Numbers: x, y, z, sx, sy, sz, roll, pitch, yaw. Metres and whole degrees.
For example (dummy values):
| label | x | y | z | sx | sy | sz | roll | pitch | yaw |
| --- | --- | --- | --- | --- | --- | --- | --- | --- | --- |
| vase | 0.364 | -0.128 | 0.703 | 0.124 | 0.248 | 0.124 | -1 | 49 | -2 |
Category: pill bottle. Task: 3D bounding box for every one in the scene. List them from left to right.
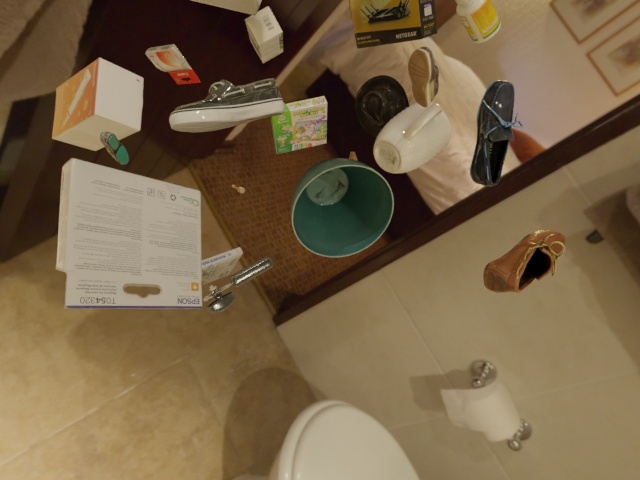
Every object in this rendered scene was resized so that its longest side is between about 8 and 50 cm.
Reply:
| label | x | y | z | sx | sy | sz | roll | pitch | yaw |
| --- | --- | --- | --- | --- | --- | --- | --- | --- | --- |
| pill bottle | 0.592 | -0.872 | 1.518 | 0.208 | 0.118 | 0.117 | 33 | 41 | -38 |

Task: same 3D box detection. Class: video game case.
| label | x | y | z | sx | sy | sz | roll | pitch | yaw |
| --- | --- | --- | --- | --- | --- | --- | --- | --- | --- |
| video game case | -0.498 | 0.141 | 1.667 | 0.300 | 0.329 | 0.036 | -21 | 80 | -29 |

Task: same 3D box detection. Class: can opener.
| label | x | y | z | sx | sy | sz | roll | pitch | yaw |
| --- | --- | --- | --- | --- | --- | --- | --- | --- | --- |
| can opener | -0.293 | 0.154 | 1.437 | 0.281 | 0.074 | 0.093 | -35 | 100 | -22 |

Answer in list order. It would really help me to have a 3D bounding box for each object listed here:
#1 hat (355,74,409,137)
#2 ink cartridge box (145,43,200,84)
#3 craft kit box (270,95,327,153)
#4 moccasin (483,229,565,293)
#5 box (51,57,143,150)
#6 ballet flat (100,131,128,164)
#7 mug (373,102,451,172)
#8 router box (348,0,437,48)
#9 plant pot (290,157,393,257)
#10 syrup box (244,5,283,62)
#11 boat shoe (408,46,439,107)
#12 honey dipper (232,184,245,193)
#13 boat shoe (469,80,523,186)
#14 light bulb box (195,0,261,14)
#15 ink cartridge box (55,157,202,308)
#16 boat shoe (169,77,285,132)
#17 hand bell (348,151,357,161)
| label | x | y | z | sx | sy | sz | roll | pitch | yaw |
| --- | --- | --- | --- | --- | --- | --- | --- | --- | --- |
| hat | 0.313 | -0.702 | 2.129 | 0.331 | 0.331 | 0.134 | 52 | 35 | -3 |
| ink cartridge box | -0.600 | -0.703 | 1.625 | 0.045 | 0.146 | 0.179 | -66 | 148 | -26 |
| craft kit box | -0.094 | -0.517 | 1.804 | 0.250 | 0.246 | 0.060 | -15 | 58 | -8 |
| moccasin | 0.681 | 0.063 | 1.267 | 0.381 | 0.147 | 0.139 | -17 | 109 | -34 |
| box | -0.842 | -0.497 | 1.504 | 0.168 | 0.346 | 0.214 | 11 | 75 | -54 |
| ballet flat | -0.511 | -0.231 | 0.984 | 0.041 | 0.114 | 0.041 | 2 | 68 | -4 |
| mug | 0.434 | -0.493 | 1.875 | 0.328 | 0.374 | 0.276 | -39 | 84 | -28 |
| router box | 0.225 | -0.779 | 1.304 | 0.081 | 0.309 | 0.242 | -31 | 122 | -26 |
| plant pot | 0.043 | -0.123 | 1.173 | 0.290 | 0.290 | 0.195 | 29 | 21 | -30 |
| syrup box | -0.195 | -0.723 | 1.418 | 0.093 | 0.097 | 0.237 | 61 | 2 | -11 |
| boat shoe | 0.409 | -0.641 | 1.544 | 0.103 | 0.092 | 0.285 | 41 | -7 | 29 |
| honey dipper | -0.429 | -0.270 | 2.069 | 0.031 | 0.030 | 0.161 | 28 | 0 | -31 |
| boat shoe | 0.452 | -0.262 | 1.000 | 0.109 | 0.257 | 0.089 | -10 | 26 | -11 |
| light bulb box | -0.248 | -0.937 | 1.134 | 0.226 | 0.358 | 0.360 | 14 | 69 | 0 |
| ink cartridge box | -0.440 | 0.003 | 0.957 | 0.324 | 0.072 | 0.329 | 13 | 68 | -50 |
| boat shoe | -0.263 | -0.383 | 1.111 | 0.336 | 0.121 | 0.118 | -21 | 101 | -31 |
| hand bell | 0.135 | -0.245 | 1.626 | 0.126 | 0.126 | 0.241 | -52 | 144 | -52 |
